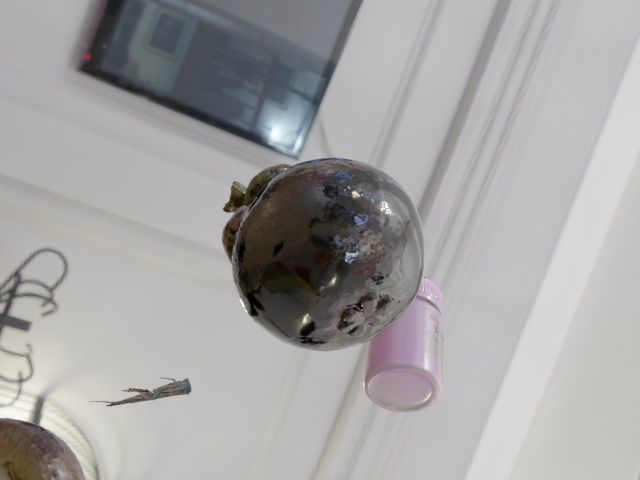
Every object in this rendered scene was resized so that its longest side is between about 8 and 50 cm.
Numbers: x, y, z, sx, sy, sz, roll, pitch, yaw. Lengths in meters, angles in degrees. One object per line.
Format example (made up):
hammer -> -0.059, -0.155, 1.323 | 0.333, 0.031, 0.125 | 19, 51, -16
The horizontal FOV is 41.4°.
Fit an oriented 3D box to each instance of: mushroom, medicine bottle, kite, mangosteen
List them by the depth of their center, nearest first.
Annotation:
mangosteen -> 0.010, 0.011, 1.258 | 0.297, 0.297, 0.313 | -63, -164, 19
kite -> -0.270, 0.250, 1.386 | 0.160, 0.183, 0.010 | -4, -86, 36
mushroom -> -0.591, 0.446, 1.423 | 0.334, 0.356, 0.331 | -52, -141, -8
medicine bottle -> 0.199, 0.236, 1.972 | 0.178, 0.178, 0.291 | -53, -162, 39
